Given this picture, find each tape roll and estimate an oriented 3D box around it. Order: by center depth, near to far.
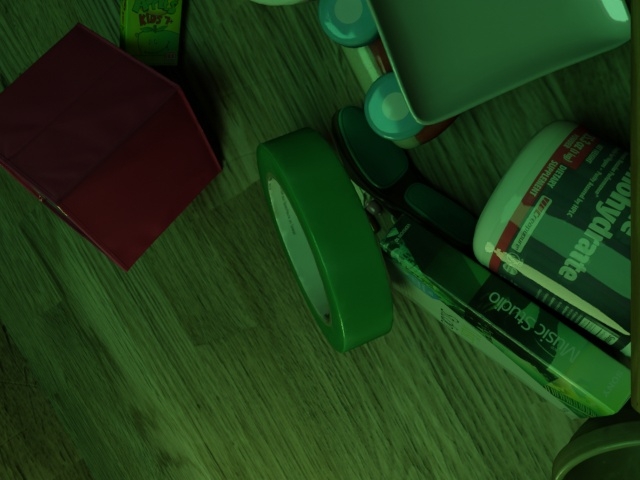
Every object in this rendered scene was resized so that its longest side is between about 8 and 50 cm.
[{"bbox_3d":[0.000,0.000,0.900,0.321,0.077,0.321,159,90,-80],"label":"tape roll"}]

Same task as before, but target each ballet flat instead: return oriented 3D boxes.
[{"bbox_3d":[0.105,-0.067,0.890,0.280,0.095,0.096,48,146,9],"label":"ballet flat"}]

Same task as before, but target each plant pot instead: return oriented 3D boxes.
[{"bbox_3d":[0.409,0.270,0.773,0.237,0.110,0.237,7,131,8],"label":"plant pot"}]

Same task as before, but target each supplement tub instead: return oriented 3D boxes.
[{"bbox_3d":[0.325,0.008,0.673,0.272,0.191,0.191,34,130,21],"label":"supplement tub"}]

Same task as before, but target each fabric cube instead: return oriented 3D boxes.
[{"bbox_3d":[-0.371,-0.153,1.054,0.259,0.258,0.254,34,164,22],"label":"fabric cube"}]

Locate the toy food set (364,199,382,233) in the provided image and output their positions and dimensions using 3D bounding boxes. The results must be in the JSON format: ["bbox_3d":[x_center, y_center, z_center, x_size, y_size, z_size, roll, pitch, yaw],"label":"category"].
[{"bbox_3d":[0.065,-0.038,0.985,0.078,0.019,0.122,14,121,34],"label":"toy food set"}]

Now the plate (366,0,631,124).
[{"bbox_3d":[0.154,-0.283,0.627,0.278,0.277,0.045,66,165,-2],"label":"plate"}]

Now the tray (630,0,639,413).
[{"bbox_3d":[0.376,-0.055,0.520,0.202,0.076,0.411,1,89,11],"label":"tray"}]

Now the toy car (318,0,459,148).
[{"bbox_3d":[0.149,-0.243,0.720,0.238,0.219,0.210,-25,95,15],"label":"toy car"}]

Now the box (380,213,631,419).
[{"bbox_3d":[0.226,0.108,0.810,0.322,0.058,0.232,35,172,19],"label":"box"}]

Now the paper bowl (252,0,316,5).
[{"bbox_3d":[-0.023,-0.439,0.749,0.284,0.148,0.284,16,120,30],"label":"paper bowl"}]

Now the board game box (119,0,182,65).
[{"bbox_3d":[-0.281,-0.384,1.029,0.043,0.092,0.181,54,141,40],"label":"board game box"}]
